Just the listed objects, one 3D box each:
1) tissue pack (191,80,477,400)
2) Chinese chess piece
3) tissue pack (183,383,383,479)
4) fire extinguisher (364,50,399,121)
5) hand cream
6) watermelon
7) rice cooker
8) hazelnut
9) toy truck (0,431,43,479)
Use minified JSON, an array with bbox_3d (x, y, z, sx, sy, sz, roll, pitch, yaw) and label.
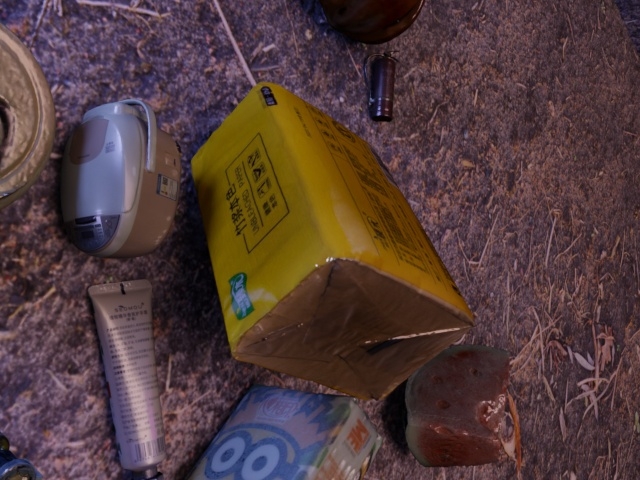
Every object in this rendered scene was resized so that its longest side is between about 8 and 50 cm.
[{"bbox_3d":[0.000,0.000,0.894,0.293,0.228,0.382,28,27,-39],"label":"tissue pack"},{"bbox_3d":[-0.421,-0.142,0.686,0.250,0.101,0.251,5,84,-45],"label":"Chinese chess piece"},{"bbox_3d":[-0.082,0.357,0.879,0.311,0.227,0.128,-51,121,-36],"label":"tissue pack"},{"bbox_3d":[0.124,-0.326,1.290,0.078,0.045,0.157,8,80,-22],"label":"fire extinguisher"},{"bbox_3d":[-0.255,0.193,0.852,0.095,0.059,0.276,-4,84,-44],"label":"hand cream"},{"bbox_3d":[0.296,0.350,1.280,0.318,0.226,0.148,-23,129,-32],"label":"watermelon"},{"bbox_3d":[-0.257,-0.076,0.814,0.127,0.145,0.207,25,65,-54],"label":"rice cooker"},{"bbox_3d":[0.084,-0.487,1.161,0.251,0.217,0.217,26,66,-64],"label":"hazelnut"},{"bbox_3d":[-0.413,0.281,0.649,0.256,0.108,0.140,16,88,-46],"label":"toy truck"}]
